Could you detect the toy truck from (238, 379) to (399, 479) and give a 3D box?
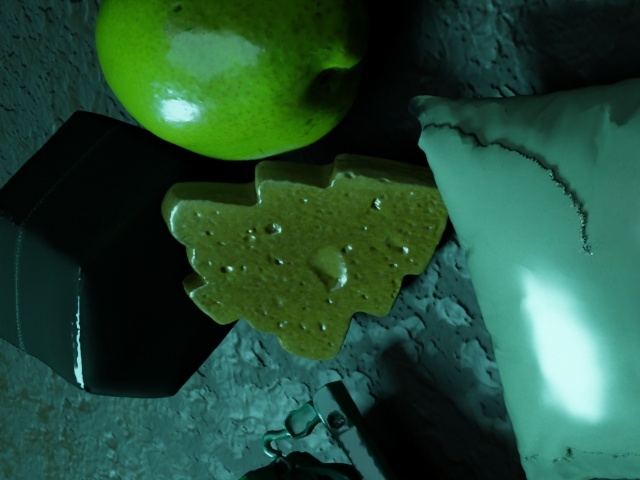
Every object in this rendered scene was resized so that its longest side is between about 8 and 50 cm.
[{"bbox_3d":[0.060,0.302,1.186,0.178,0.176,0.363,-46,74,18],"label":"toy truck"}]

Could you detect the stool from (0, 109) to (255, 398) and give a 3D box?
[{"bbox_3d":[-0.162,0.013,1.220,0.141,0.232,0.232,25,124,33],"label":"stool"}]

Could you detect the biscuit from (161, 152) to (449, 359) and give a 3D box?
[{"bbox_3d":[0.000,0.000,1.138,0.239,0.041,0.212,-26,126,22],"label":"biscuit"}]

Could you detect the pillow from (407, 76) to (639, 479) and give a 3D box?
[{"bbox_3d":[0.220,0.031,0.964,0.312,0.119,0.310,-7,108,42],"label":"pillow"}]

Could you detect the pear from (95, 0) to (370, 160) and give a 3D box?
[{"bbox_3d":[-0.055,-0.145,1.075,0.220,0.187,0.187,8,114,34],"label":"pear"}]
